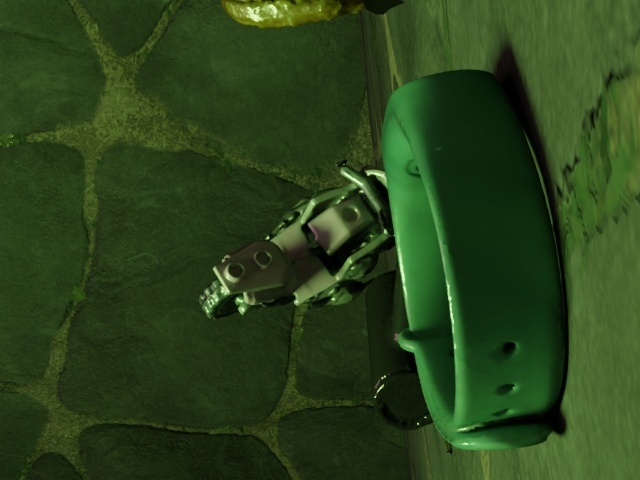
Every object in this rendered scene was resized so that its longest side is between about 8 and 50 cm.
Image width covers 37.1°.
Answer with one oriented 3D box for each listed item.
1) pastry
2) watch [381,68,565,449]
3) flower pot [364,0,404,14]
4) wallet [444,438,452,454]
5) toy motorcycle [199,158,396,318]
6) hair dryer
[{"bbox_3d":[-0.004,-0.264,0.864,0.188,0.189,0.103,-93,-8,-63],"label":"pastry"},{"bbox_3d":[0.080,0.014,0.533,0.237,0.068,0.195,95,167,-81],"label":"watch"},{"bbox_3d":[-0.039,-0.258,0.395,0.290,0.291,0.259,-93,9,-62],"label":"flower pot"},{"bbox_3d":[0.122,0.123,0.954,0.198,0.031,0.110,-92,-6,-73],"label":"wallet"},{"bbox_3d":[0.000,0.000,1.211,0.143,0.327,0.188,58,152,18],"label":"toy motorcycle"},{"bbox_3d":[0.107,0.067,1.124,0.197,0.089,0.251,-91,3,-51],"label":"hair dryer"}]
